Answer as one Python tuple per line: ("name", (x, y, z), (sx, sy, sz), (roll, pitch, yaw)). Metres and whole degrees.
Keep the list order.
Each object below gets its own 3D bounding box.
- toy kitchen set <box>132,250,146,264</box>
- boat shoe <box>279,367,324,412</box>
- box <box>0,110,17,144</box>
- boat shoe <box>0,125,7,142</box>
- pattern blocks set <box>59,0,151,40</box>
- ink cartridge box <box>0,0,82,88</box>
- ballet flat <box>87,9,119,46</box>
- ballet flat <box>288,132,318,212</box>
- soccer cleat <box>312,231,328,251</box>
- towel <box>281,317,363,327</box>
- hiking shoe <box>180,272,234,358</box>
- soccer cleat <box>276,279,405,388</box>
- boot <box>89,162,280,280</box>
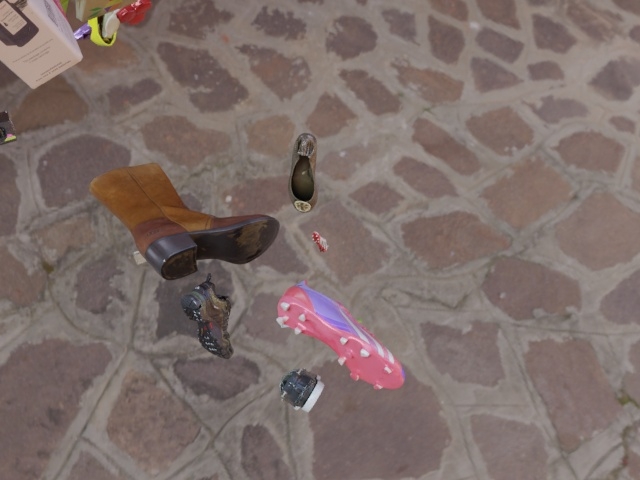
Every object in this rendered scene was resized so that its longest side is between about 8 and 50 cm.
("toy kitchen set", (-0.418, 0.012, 1.644), (0.083, 0.075, 0.068), (-22, 93, -29))
("boat shoe", (-0.058, 0.377, 1.732), (0.091, 0.302, 0.114), (34, 73, 0))
("box", (-0.759, -0.264, 1.574), (0.062, 0.052, 0.083), (-22, 35, -17))
("boat shoe", (-0.607, -0.201, 1.060), (0.079, 0.254, 0.095), (-30, 66, 5))
("pattern blocks set", (-0.408, -0.498, 1.301), (0.285, 0.325, 0.026), (-35, 92, -38))
("ink cartridge box", (-0.474, -0.367, 0.970), (0.100, 0.237, 0.172), (-30, 63, 2))
("ballet flat", (-0.459, -0.536, 1.461), (0.077, 0.231, 0.077), (-5, 36, -42))
("ballet flat", (-0.044, -0.166, 1.753), (0.084, 0.250, 0.058), (8, 42, 2))
("soccer cleat", (0.000, 0.000, 2.103), (0.035, 0.029, 0.083), (-54, 129, -35))
("towel", (0.003, 0.170, 1.373), (0.152, 0.113, 0.023), (7, 85, -54))
("hiking shoe", (-0.245, 0.190, 1.607), (0.086, 0.227, 0.114), (13, 47, 34))
("soccer cleat", (0.042, 0.152, 1.106), (0.248, 0.083, 0.095), (31, 43, 14))
("boot", (-0.248, -0.054, 1.233), (0.264, 0.096, 0.280), (-23, 48, -30))
